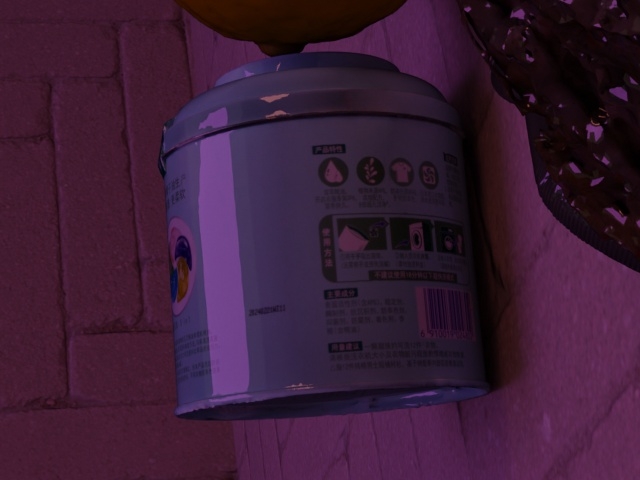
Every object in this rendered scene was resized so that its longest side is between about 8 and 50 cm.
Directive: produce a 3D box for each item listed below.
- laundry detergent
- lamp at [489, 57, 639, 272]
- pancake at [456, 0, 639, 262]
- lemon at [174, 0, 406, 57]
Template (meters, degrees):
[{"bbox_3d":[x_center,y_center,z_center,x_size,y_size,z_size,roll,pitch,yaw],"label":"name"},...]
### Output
[{"bbox_3d":[0.000,0.000,1.313,0.287,0.287,0.305,133,134,-74],"label":"laundry detergent"},{"bbox_3d":[0.196,-0.079,0.776,0.283,0.124,0.203,-108,30,-46],"label":"lamp"},{"bbox_3d":[0.178,-0.083,0.552,0.382,0.071,0.382,42,160,19],"label":"pancake"},{"bbox_3d":[-0.024,-0.333,1.265,0.364,0.364,0.364,178,90,-78],"label":"lemon"}]
